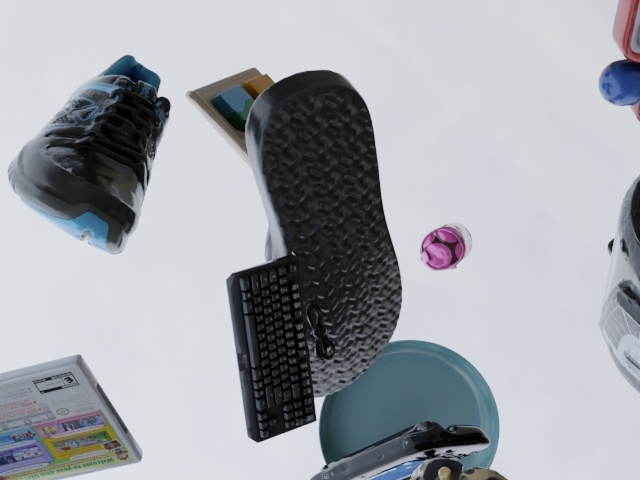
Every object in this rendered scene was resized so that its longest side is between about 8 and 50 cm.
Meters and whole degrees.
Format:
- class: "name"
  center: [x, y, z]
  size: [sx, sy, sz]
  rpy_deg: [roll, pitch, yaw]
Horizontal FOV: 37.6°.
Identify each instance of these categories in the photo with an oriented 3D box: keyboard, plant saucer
- class: "keyboard"
  center: [-0.031, 0.102, 0.915]
  size: [0.108, 0.180, 0.023]
  rpy_deg: [-18, -156, -31]
- class: "plant saucer"
  center: [0.155, 0.329, 1.665]
  size: [0.317, 0.317, 0.044]
  rpy_deg: [46, -177, -3]

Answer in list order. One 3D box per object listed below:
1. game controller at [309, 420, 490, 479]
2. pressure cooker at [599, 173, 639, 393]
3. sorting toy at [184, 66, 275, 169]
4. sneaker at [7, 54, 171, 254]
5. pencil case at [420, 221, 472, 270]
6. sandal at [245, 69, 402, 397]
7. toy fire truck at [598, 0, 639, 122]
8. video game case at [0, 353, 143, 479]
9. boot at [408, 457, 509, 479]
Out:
- class: "game controller"
  center: [0.119, 0.358, 1.497]
  size: [0.167, 0.319, 0.067]
  rpy_deg: [14, -123, -32]
- class: "pressure cooker"
  center: [0.652, 0.092, 1.520]
  size: [0.420, 0.376, 0.369]
  rpy_deg: [77, -157, -53]
- class: "sorting toy"
  center: [-0.055, -0.137, 1.183]
  size: [0.193, 0.038, 0.208]
  rpy_deg: [47, -153, 1]
- class: "sneaker"
  center: [-0.222, -0.102, 0.948]
  size: [0.125, 0.139, 0.341]
  rpy_deg: [36, -168, -26]
- class: "pencil case"
  center: [0.247, 0.015, 1.860]
  size: [0.209, 0.098, 0.095]
  rpy_deg: [-4, -100, -77]
- class: "sandal"
  center: [0.002, -0.002, 1.082]
  size: [0.168, 0.445, 0.107]
  rpy_deg: [-15, -141, -15]
- class: "toy fire truck"
  center: [0.418, -0.228, 0.970]
  size: [0.254, 0.302, 0.169]
  rpy_deg: [-7, -135, -6]
- class: "video game case"
  center: [-0.371, 0.246, 1.245]
  size: [0.023, 0.213, 0.193]
  rpy_deg: [-89, -19, -55]
- class: "boot"
  center: [0.130, 0.369, 0.982]
  size: [0.138, 0.377, 0.284]
  rpy_deg: [30, -118, -1]
